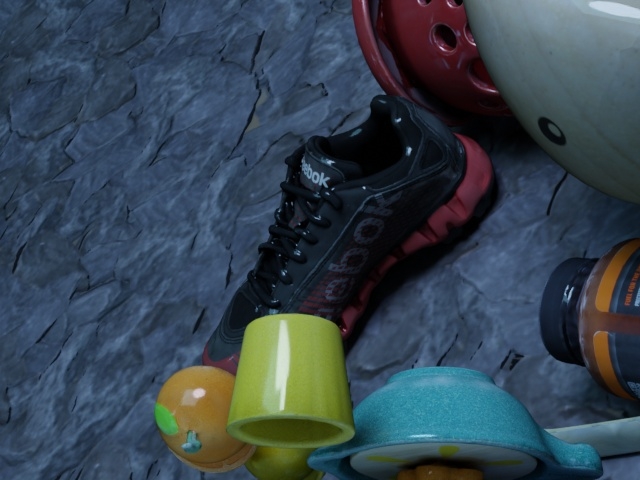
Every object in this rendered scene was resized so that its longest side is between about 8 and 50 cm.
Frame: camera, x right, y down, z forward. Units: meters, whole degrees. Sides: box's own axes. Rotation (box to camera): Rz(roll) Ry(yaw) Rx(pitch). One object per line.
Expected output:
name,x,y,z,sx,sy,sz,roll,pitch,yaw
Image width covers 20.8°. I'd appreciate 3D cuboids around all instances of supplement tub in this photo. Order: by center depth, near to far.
supplement tub,0.232,0.052,1.067,0.198,0.106,0.106,7,58,43

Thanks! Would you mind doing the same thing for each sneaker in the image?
sneaker,0.000,0.000,1.295,0.276,0.135,0.097,-45,40,-2

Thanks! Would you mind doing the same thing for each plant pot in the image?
plant pot,0.135,-0.181,1.317,0.174,0.191,0.191,-14,45,43

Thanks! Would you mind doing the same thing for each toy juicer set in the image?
toy juicer set,0.051,0.136,1.054,0.209,0.329,0.089,-27,56,50

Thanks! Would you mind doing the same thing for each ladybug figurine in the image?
ladybug figurine,0.246,-0.143,1.103,0.305,0.162,0.449,15,27,21
